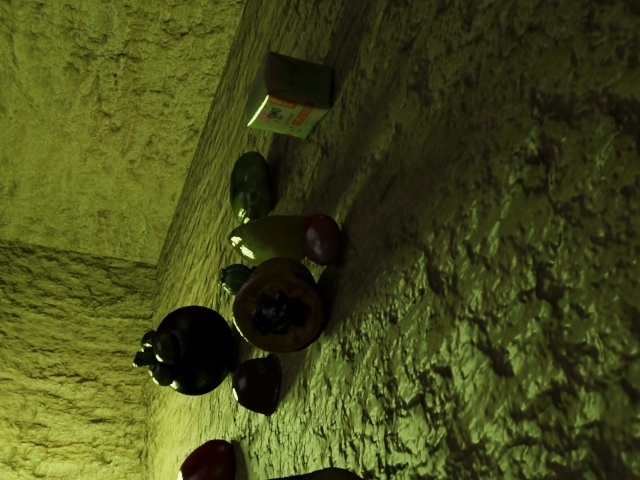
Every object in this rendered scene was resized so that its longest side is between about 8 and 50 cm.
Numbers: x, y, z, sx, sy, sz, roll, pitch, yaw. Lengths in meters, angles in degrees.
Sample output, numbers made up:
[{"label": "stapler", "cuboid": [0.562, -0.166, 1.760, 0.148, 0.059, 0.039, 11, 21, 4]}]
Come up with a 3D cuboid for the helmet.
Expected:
[{"label": "helmet", "cuboid": [-0.177, 0.366, 1.768, 0.175, 0.106, 0.155, -100, 29, -53]}]

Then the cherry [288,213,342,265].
[{"label": "cherry", "cuboid": [0.002, 0.004, 1.503, 0.106, 0.086, 0.126, -56, 49, 44]}]

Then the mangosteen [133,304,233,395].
[{"label": "mangosteen", "cuboid": [-0.427, 0.348, 2.180, 0.300, 0.300, 0.301, -169, 90, -70]}]

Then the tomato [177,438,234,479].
[{"label": "tomato", "cuboid": [-0.347, 0.702, 1.994, 0.200, 0.139, 0.233, 27, 105, 62]}]

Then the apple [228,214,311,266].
[{"label": "apple", "cuboid": [-0.138, 0.012, 1.739, 0.265, 0.193, 0.120, -33, 59, 59]}]

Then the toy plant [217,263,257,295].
[{"label": "toy plant", "cuboid": [-0.204, 0.113, 1.880, 0.092, 0.162, 0.093, -170, 90, -69]}]

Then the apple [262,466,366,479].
[{"label": "apple", "cuboid": [-0.040, 0.530, 1.013, 0.328, 0.295, 0.365, -39, 58, 34]}]

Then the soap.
[{"label": "soap", "cuboid": [-0.086, -0.380, 1.796, 0.199, 0.182, 0.139, 141, 135, -62]}]

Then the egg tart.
[{"label": "egg tart", "cuboid": [-0.089, 0.134, 1.531, 0.171, 0.215, 0.215, -95, 23, -64]}]

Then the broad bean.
[{"label": "broad bean", "cuboid": [-0.221, -0.159, 2.139, 0.291, 0.119, 0.238, -117, 33, -63]}]
